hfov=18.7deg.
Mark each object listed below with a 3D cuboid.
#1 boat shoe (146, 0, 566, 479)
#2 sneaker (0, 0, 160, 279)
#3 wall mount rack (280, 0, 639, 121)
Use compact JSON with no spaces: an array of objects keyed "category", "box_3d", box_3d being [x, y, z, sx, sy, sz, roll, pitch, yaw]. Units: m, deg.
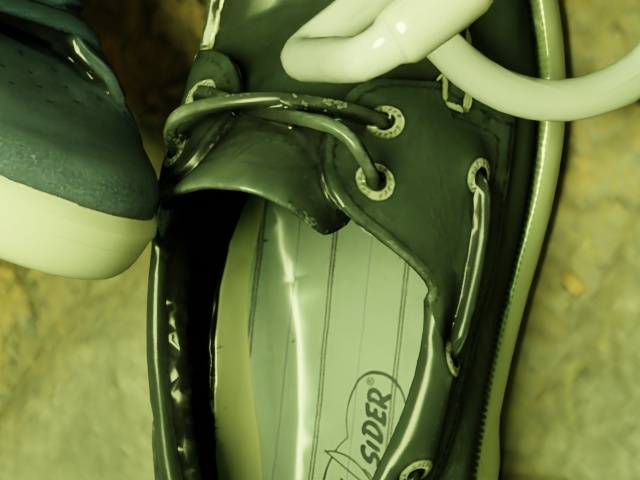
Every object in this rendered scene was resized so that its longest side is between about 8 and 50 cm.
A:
[{"category":"boat shoe","box_3d":[-0.004,0.000,0.641,0.127,0.113,0.340,11,98,29]},{"category":"sneaker","box_3d":[-0.133,-0.135,0.662,0.148,0.131,0.350,-52,51,17]},{"category":"wall mount rack","box_3d":[0.059,-0.214,0.544,0.304,0.130,0.350,-39,103,-11]}]
